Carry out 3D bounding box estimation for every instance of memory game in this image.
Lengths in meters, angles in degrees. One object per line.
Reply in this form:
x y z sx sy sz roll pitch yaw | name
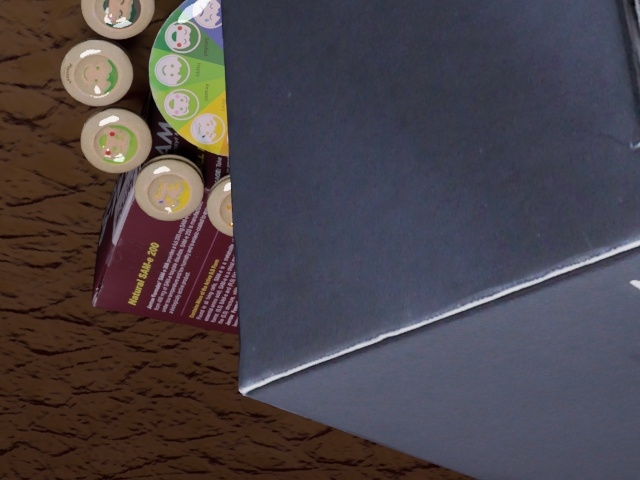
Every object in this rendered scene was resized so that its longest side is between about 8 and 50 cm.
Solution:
-0.039 -0.082 0.896 0.186 0.012 0.186 -3 120 -5 | memory game

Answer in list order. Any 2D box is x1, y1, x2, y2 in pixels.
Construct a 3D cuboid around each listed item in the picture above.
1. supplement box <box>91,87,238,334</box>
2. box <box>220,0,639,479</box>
0.000 0.000 1.020 0.239 0.073 0.130 12 142 -13 | supplement box
0.115 -0.060 0.696 0.182 0.294 0.296 -24 147 33 | box
